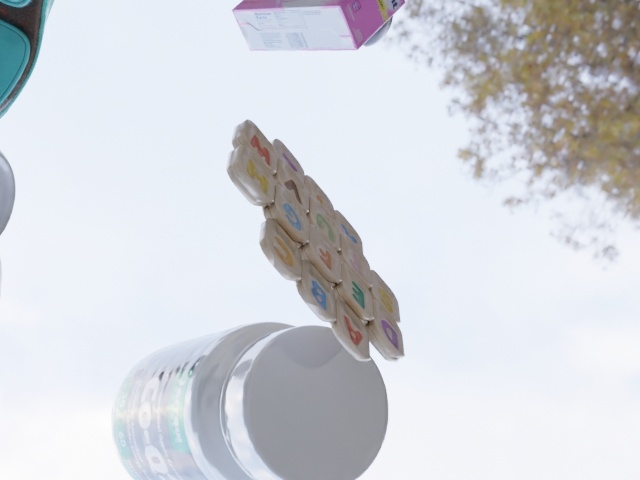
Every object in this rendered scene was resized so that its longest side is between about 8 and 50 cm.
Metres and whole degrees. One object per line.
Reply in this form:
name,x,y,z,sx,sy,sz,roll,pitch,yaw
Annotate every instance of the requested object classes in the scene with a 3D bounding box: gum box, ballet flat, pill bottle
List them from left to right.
ballet flat,-0.257,-0.196,0.971,0.083,0.247,0.087,28,-158,-3
pill bottle,-0.088,0.200,1.328,0.204,0.361,0.204,7,-104,-28
gum box,-0.008,-0.284,1.411,0.188,0.062,0.107,8,-136,40

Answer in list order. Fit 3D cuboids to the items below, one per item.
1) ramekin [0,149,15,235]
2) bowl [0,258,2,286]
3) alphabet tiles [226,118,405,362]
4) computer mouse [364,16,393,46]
ramekin,-0.547,-0.067,1.718,0.109,0.207,0.207,16,-139,24
bowl,-0.389,-0.015,1.032,0.289,0.156,0.289,39,-159,-18
alphabet tiles,0.000,0.000,1.237,0.284,0.021,0.278,50,-162,-20
computer mouse,0.087,-0.363,1.469,0.041,0.242,0.071,19,-162,28
